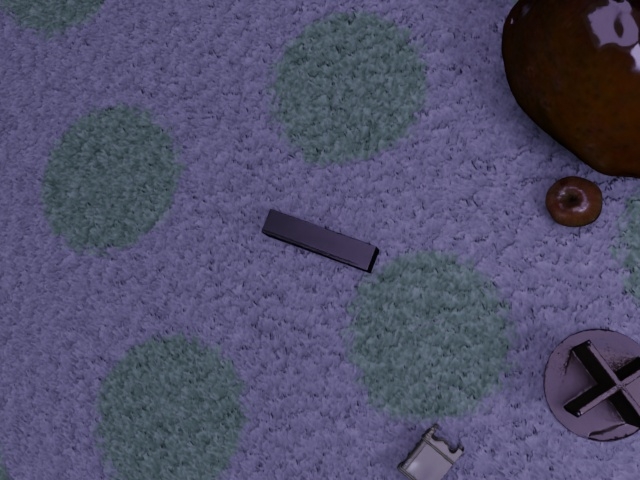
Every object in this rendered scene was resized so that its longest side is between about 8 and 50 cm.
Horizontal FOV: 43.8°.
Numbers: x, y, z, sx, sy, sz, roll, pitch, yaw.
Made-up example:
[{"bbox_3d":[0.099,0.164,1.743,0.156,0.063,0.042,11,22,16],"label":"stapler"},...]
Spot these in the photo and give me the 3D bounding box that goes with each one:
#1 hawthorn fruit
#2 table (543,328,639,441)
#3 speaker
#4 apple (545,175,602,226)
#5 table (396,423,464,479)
[{"bbox_3d":[0.411,-0.249,1.131,0.309,0.308,0.324,2,89,14],"label":"hawthorn fruit"},{"bbox_3d":[0.395,0.197,1.089,0.167,0.227,0.167,-2,80,13],"label":"table"},{"bbox_3d":[0.000,0.000,1.312,0.191,0.040,0.046,20,84,16],"label":"speaker"},{"bbox_3d":[0.387,-0.058,1.215,0.084,0.071,0.083,-5,75,19],"label":"apple"},{"bbox_3d":[0.167,0.327,1.199,0.062,0.079,0.083,39,90,14],"label":"table"}]
